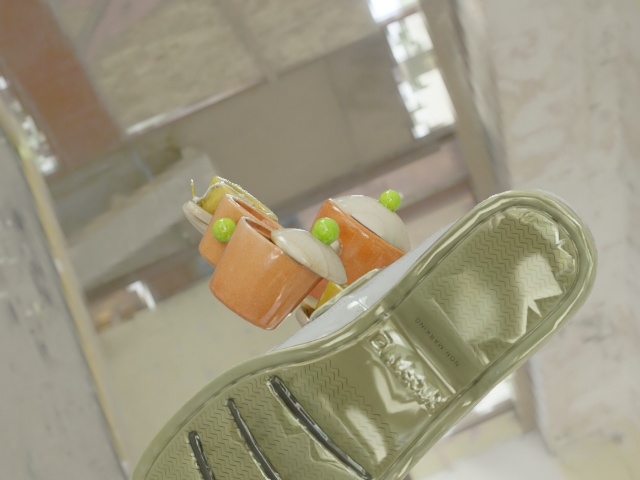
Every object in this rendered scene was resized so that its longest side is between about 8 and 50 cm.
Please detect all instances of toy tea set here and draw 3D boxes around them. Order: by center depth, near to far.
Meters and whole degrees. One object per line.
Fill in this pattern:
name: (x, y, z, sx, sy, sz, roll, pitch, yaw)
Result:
toy tea set: (0.000, 0.000, 1.180, 0.200, 0.124, 0.336, 33, 6, -12)

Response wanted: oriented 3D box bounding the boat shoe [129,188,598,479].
boat shoe: (0.030, 0.083, 0.834, 0.113, 0.302, 0.103, 57, 11, 6)
